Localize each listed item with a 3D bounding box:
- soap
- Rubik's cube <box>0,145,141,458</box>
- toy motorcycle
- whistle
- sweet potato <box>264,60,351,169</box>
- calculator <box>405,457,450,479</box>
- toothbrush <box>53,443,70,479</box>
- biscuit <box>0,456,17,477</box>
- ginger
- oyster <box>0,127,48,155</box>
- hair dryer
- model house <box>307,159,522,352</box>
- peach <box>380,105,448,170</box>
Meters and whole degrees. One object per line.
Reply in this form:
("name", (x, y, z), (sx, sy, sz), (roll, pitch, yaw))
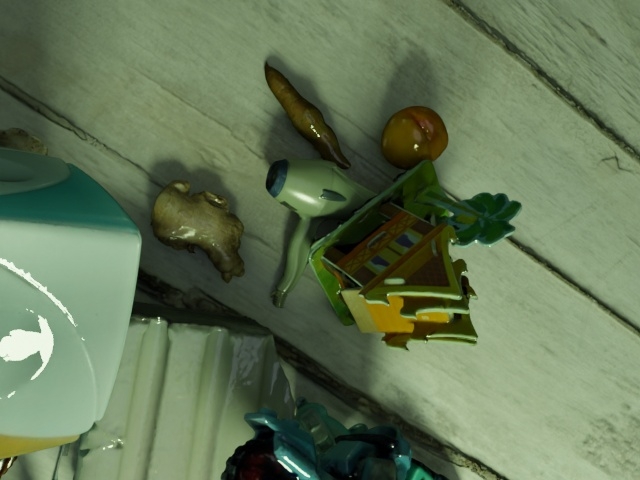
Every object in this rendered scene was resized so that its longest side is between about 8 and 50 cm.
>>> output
("soap", (-0.236, 0.339, 0.980), (0.349, 0.213, 0.436), (7, 87, -17))
("Rubik's cube", (-0.484, 0.065, 0.757), (0.351, 0.351, 0.348), (6, 108, -43))
("toy motorcycle", (0.021, 0.384, 0.918), (0.416, 0.172, 0.232), (34, 55, -31))
("whistle", (0.030, 0.420, 1.078), (0.186, 0.093, 0.274), (-32, 69, -7))
("sweet potato", (-0.031, -0.251, 1.133), (0.067, 0.067, 0.274), (-39, 95, -14))
("calculator", (0.190, 0.587, 1.123), (0.248, 0.058, 0.274), (-56, 129, -23))
("toothbrush", (-0.478, 0.445, 1.009), (0.014, 0.011, 0.167), (14, 85, -22))
("biscuit", (-0.621, 0.333, 0.938), (0.220, 0.066, 0.221), (0, 90, -18))
("ginger", (-0.216, -0.022, 1.066), (0.213, 0.074, 0.138), (33, 89, -10))
("oyster", (-0.615, -0.058, 0.925), (0.166, 0.110, 0.342), (33, 77, -24))
("hair dryer", (0.034, -0.022, 1.146), (0.295, 0.119, 0.299), (-6, 107, -21))
("model house", (0.218, 0.057, 1.050), (0.357, 0.312, 0.243), (-37, 131, -15))
("peach", (0.195, -0.215, 1.167), (0.138, 0.138, 0.138), (0, 89, -17))
